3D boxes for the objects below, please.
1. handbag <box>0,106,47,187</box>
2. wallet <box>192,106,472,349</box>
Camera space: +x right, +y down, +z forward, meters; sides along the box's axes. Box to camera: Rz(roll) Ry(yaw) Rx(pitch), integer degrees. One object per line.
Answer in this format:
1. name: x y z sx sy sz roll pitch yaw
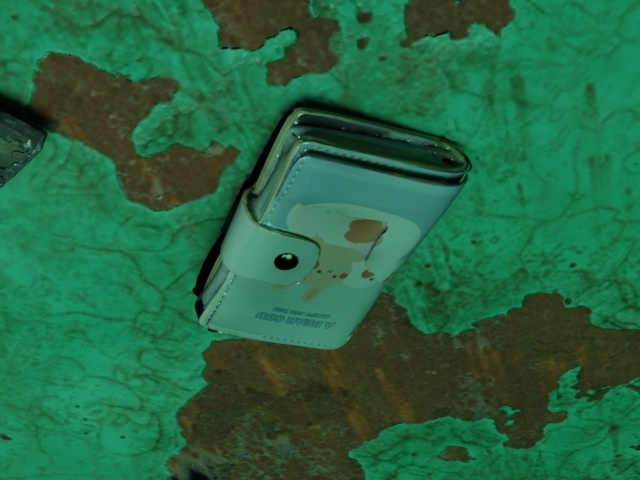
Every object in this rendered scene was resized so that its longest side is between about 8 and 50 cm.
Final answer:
1. handbag: -0.366 -0.053 0.730 0.270 0.088 0.175 -28 139 22
2. wallet: 0.000 0.000 0.827 0.176 0.075 0.250 10 135 -24
